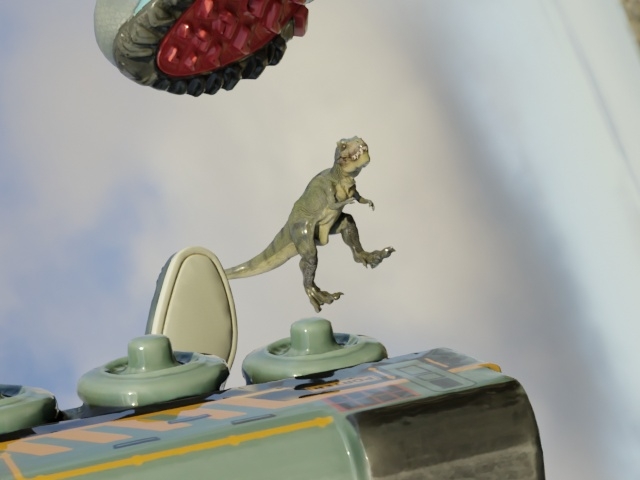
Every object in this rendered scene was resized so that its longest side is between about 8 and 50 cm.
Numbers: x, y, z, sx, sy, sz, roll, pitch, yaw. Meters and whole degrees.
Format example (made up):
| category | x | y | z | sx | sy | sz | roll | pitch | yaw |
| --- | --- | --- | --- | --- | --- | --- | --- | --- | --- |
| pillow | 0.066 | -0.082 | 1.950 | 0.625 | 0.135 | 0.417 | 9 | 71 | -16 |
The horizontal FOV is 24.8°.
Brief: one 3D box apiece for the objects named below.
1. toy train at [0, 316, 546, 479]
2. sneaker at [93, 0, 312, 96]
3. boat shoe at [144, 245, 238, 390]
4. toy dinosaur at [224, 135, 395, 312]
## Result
| category | x | y | z | sx | sy | sz | roll | pitch | yaw |
| --- | --- | --- | --- | --- | --- | --- | --- | --- | --- |
| toy train | -0.056 | 0.121 | 0.676 | 0.190 | 0.334 | 0.142 | -169 | 73 | -68 |
| sneaker | -0.042 | -0.173 | 0.642 | 0.104 | 0.125 | 0.262 | 84 | -150 | -56 |
| boat shoe | -0.124 | 0.133 | 1.255 | 0.095 | 0.079 | 0.254 | 0 | -93 | -40 |
| toy dinosaur | 0.000 | 0.000 | 1.516 | 0.118 | 0.268 | 0.064 | 51 | -144 | 10 |
